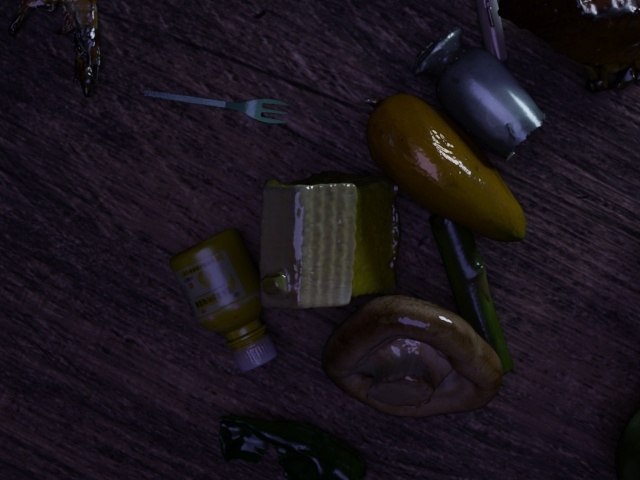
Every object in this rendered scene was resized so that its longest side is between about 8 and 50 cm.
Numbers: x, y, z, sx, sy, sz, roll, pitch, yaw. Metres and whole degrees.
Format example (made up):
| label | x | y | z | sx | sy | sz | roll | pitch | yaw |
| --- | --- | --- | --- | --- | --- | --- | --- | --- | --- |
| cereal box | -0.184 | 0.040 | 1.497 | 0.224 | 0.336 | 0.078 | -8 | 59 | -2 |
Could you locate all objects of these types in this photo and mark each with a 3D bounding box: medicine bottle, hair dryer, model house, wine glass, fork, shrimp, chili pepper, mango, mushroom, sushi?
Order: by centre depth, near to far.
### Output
| label | x | y | z | sx | sy | sz | roll | pitch | yaw |
| --- | --- | --- | --- | --- | --- | --- | --- | --- | --- |
| sushi | 0.432 | -0.331 | 1.601 | 0.296 | 0.179 | 0.167 | -16 | 71 | -17 |
| model house | 0.000 | 0.000 | 1.605 | 0.174 | 0.234 | 0.194 | 6 | 98 | 26 |
| mango | 0.185 | -0.109 | 1.627 | 0.317 | 0.176 | 0.119 | 39 | 114 | -2 |
| wine glass | 0.240 | -0.221 | 1.630 | 0.204 | 0.111 | 0.111 | 45 | 97 | 6 |
| mushroom | 0.140 | 0.180 | 1.639 | 0.278 | 0.146 | 0.278 | 7 | 140 | 6 |
| hair dryer | 0.237 | -0.345 | 1.671 | 0.195 | 0.054 | 0.220 | 0 | 102 | 5 |
| medicine bottle | -0.141 | 0.098 | 1.699 | 0.121 | 0.122 | 0.213 | -25 | 93 | 6 |
| fork | -0.169 | -0.217 | 1.722 | 0.235 | 0.021 | 0.039 | 8 | 93 | 3 |
| shrimp | -0.423 | -0.318 | 1.723 | 0.147 | 0.035 | 0.195 | -6 | 88 | 2 |
| chili pepper | -0.046 | 0.342 | 1.738 | 0.253 | 0.083 | 0.099 | 19 | 106 | 6 |

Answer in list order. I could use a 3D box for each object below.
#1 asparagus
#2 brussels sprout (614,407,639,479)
| label | x | y | z | sx | sy | sz | roll | pitch | yaw |
| --- | --- | --- | --- | --- | --- | --- | --- | --- | --- |
| asparagus | 0.237 | 0.082 | 1.700 | 0.067 | 0.060 | 0.278 | -14 | 97 | 22 |
| brussels sprout | 0.619 | 0.367 | 1.591 | 0.289 | 0.281 | 0.355 | -39 | 101 | 8 |
